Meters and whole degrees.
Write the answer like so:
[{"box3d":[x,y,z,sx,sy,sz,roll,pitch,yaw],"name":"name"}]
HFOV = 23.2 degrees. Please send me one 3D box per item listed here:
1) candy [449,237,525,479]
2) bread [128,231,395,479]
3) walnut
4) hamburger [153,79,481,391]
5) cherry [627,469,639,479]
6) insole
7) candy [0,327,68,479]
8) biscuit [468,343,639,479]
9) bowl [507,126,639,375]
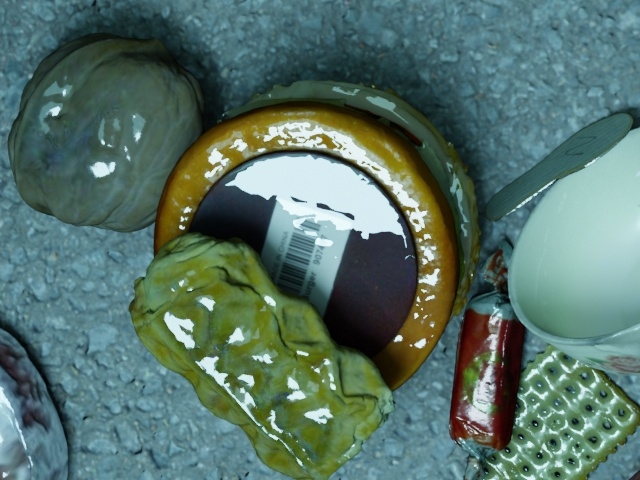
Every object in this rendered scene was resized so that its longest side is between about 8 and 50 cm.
[{"box3d":[0.178,0.143,1.657,0.059,0.086,0.292,7,90,26],"name":"candy"},{"box3d":[-0.059,0.107,1.446,0.267,0.130,0.152,44,118,-6],"name":"bread"},{"box3d":[-0.228,-0.119,1.669,0.224,0.224,0.224,1,97,12],"name":"walnut"},{"box3d":[0.000,0.000,1.603,0.330,0.250,0.330,3,107,9],"name":"hamburger"},{"box3d":[0.360,0.371,1.574,0.221,0.261,0.307,6,66,7],"name":"cherry"},{"box3d":[0.249,-0.079,1.643,0.188,0.064,0.004,-35,120,18],"name":"insole"},{"box3d":[-0.410,0.221,1.764,0.214,0.157,0.290,-23,91,18],"name":"candy"},{"box3d":[0.238,0.212,1.698,0.203,0.016,0.144,-44,87,12],"name":"biscuit"},{"box3d":[0.336,0.026,1.552,0.277,0.277,0.145,-39,123,13],"name":"bowl"}]
